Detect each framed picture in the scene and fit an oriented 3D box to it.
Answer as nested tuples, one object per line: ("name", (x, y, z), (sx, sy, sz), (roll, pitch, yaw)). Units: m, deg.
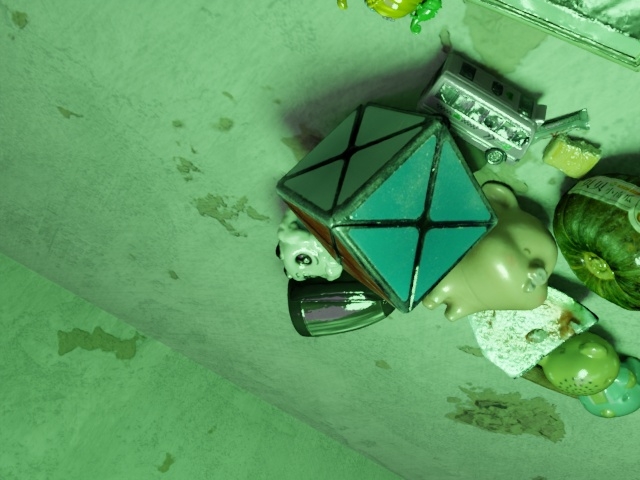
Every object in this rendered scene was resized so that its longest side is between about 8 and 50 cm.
("framed picture", (0.370, -0.367, 0.722), (0.293, 0.018, 0.231), (23, 145, 1))

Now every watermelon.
("watermelon", (0.445, 0.199, 1.245), (0.289, 0.214, 0.320), (27, 158, -11))

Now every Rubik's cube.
("Rubik's cube", (0.116, -0.069, 0.975), (0.259, 0.260, 0.254), (47, 173, -34))

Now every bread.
("bread", (0.440, -0.148, 0.954), (0.083, 0.035, 0.070), (25, 145, 8))

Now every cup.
("cup", (0.266, -0.175, 1.012), (0.054, 0.075, 0.083), (-35, 119, 9))

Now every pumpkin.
("pumpkin", (0.548, -0.004, 0.948), (0.260, 0.189, 0.260), (53, 173, 10))

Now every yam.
("yam", (0.637, 0.388, 1.533), (0.241, 0.057, 0.057), (21, 145, -1))

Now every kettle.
("kettle", (0.069, 0.129, 1.393), (0.270, 0.207, 0.251), (-5, 134, 19))

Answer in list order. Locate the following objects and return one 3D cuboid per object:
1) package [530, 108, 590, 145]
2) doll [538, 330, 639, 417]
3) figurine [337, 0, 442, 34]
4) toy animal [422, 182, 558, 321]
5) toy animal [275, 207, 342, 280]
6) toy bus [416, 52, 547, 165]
("package", (0.401, -0.191, 0.928), (0.110, 0.015, 0.037), (-12, 101, 40))
("doll", (0.668, 0.326, 1.339), (0.260, 0.162, 0.177), (38, 144, -24))
("figurine", (0.097, -0.365, 0.806), (0.156, 0.095, 0.115), (34, 132, -9))
("toy animal", (0.330, 0.049, 1.126), (0.237, 0.269, 0.326), (42, 173, -24))
("toy animal", (0.000, 0.000, 1.248), (0.155, 0.204, 0.208), (14, 152, 18))
("toy bus", (0.270, -0.218, 0.906), (0.198, 0.096, 0.108), (29, 140, -4))
